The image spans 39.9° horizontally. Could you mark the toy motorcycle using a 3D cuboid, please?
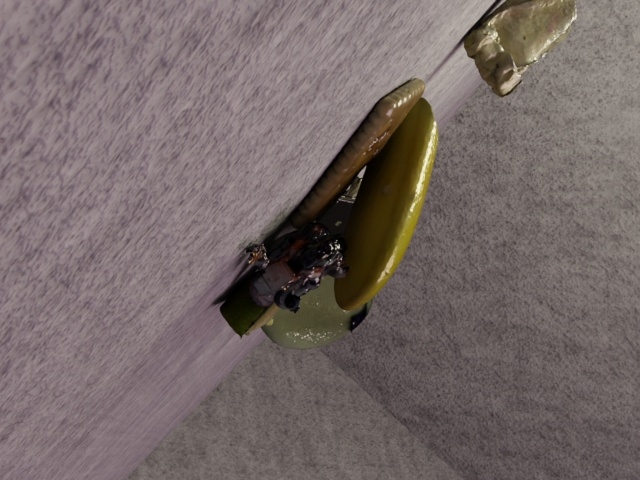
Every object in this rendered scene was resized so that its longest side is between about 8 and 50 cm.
[{"bbox_3d":[-0.054,0.050,1.550,0.207,0.134,0.401,-31,180,3],"label":"toy motorcycle"}]

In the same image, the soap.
[{"bbox_3d":[0.129,-0.058,1.771,0.306,0.115,0.428,-33,-144,65],"label":"soap"}]

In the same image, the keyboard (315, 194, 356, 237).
[{"bbox_3d":[0.000,0.000,2.139,0.106,0.027,0.317,9,136,-33],"label":"keyboard"}]

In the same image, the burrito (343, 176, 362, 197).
[{"bbox_3d":[0.050,-0.076,2.154,0.229,0.063,0.058,-42,-142,16],"label":"burrito"}]

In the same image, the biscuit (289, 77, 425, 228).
[{"bbox_3d":[0.073,-0.160,1.645,0.325,0.044,0.217,-51,174,31],"label":"biscuit"}]

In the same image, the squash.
[{"bbox_3d":[-0.152,0.147,1.742,0.252,0.093,0.169,-47,171,-51],"label":"squash"}]

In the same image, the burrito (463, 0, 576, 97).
[{"bbox_3d":[0.455,-0.475,1.905,0.348,0.175,0.107,-49,-154,-7],"label":"burrito"}]

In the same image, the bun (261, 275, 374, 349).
[{"bbox_3d":[-0.025,0.102,2.008,0.293,0.293,0.187,-50,-141,23],"label":"bun"}]
